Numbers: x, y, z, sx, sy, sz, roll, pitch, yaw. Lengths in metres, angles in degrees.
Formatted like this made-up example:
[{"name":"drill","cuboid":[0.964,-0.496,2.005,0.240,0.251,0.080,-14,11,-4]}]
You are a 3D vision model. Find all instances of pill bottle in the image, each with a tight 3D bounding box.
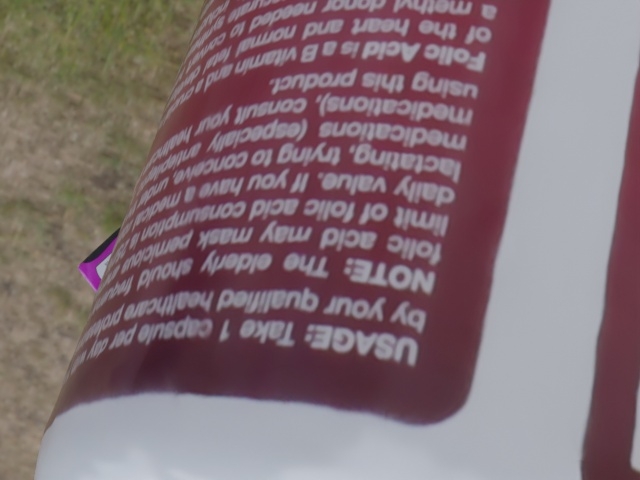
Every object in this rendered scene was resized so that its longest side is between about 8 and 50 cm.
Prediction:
[{"name":"pill bottle","cuboid":[0.035,0.032,0.443,0.224,0.392,0.224,13,153,7]}]

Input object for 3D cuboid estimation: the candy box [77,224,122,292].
[{"name":"candy box","cuboid":[0.000,0.000,0.731,0.159,0.233,0.071,49,-176,17]}]
